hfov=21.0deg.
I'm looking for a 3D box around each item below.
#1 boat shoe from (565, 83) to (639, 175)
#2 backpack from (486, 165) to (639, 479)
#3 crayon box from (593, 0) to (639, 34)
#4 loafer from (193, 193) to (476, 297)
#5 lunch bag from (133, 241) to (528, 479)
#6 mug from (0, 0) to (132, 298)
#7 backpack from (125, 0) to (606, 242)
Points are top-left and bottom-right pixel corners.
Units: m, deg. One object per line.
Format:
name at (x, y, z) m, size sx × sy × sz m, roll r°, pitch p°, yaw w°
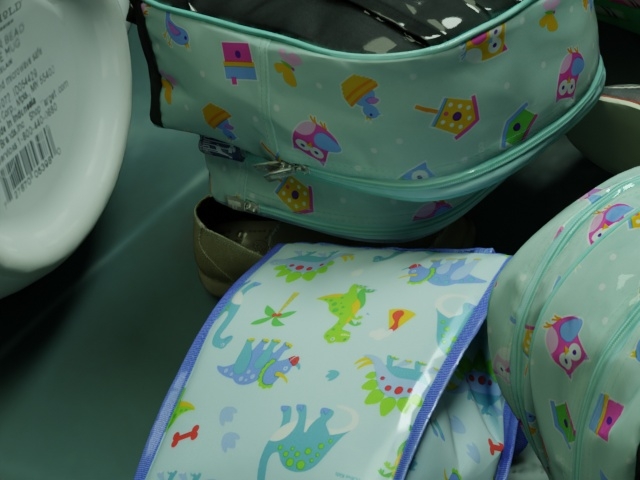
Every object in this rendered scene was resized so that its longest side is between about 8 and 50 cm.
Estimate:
boat shoe at (0.171, -0.050, 0.765) m, size 0.137 × 0.049 × 0.043 m, roll 13°, pitch 52°, yaw 38°
backpack at (0.133, 0.064, 0.580) m, size 0.152 × 0.182 × 0.115 m, roll -42°, pitch 43°, yaw -11°
crayon box at (0.132, -0.204, 0.839) m, size 0.278 × 0.081 × 0.165 m, roll 25°, pitch 82°, yaw 29°
loafer at (0.000, 0.000, 0.813) m, size 0.148 × 0.050 × 0.056 m, roll -6°, pitch 48°, yaw 25°
lunch bag at (0.012, 0.069, 0.709) m, size 0.129 × 0.096 × 0.151 m, roll 4°, pitch 62°, yaw 32°
mug at (-0.257, -0.101, 0.926) m, size 0.328 × 0.276 × 0.374 m, roll 8°, pitch 24°, yaw 25°
backpack at (0.029, -0.084, 0.759) m, size 0.188 × 0.144 × 0.166 m, roll 12°, pitch 37°, yaw 42°
